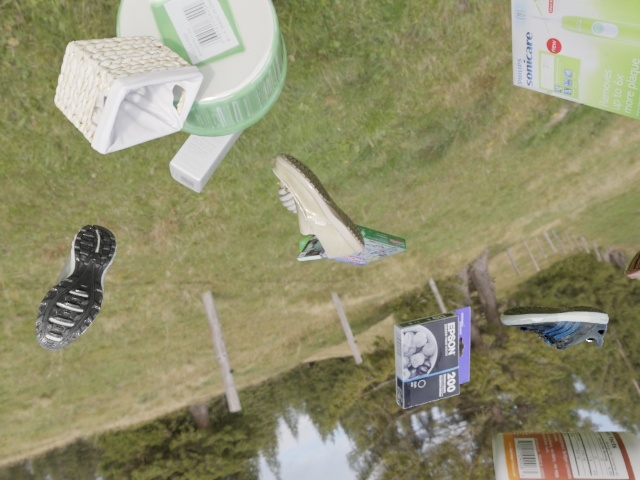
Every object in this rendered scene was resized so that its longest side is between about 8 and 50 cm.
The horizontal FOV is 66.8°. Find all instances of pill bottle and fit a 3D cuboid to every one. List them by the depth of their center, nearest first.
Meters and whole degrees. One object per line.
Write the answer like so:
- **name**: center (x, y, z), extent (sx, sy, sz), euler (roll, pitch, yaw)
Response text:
- **pill bottle**: center (0.327, 0.295, 0.585), extent (0.216, 0.121, 0.121), euler (-8, 169, 19)

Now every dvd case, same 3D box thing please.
- **dvd case**: center (0.000, 0.000, 1.192), extent (0.087, 0.013, 0.119), euler (-9, -142, 49)

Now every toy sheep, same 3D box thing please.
- **toy sheep**: center (-0.056, -0.108, 1.190), extent (0.091, 0.132, 0.091), euler (-29, -162, 10)

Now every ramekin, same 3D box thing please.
- **ramekin**: center (-0.211, -0.354, 0.879), extent (0.304, 0.303, 0.148), euler (-19, 179, -5)

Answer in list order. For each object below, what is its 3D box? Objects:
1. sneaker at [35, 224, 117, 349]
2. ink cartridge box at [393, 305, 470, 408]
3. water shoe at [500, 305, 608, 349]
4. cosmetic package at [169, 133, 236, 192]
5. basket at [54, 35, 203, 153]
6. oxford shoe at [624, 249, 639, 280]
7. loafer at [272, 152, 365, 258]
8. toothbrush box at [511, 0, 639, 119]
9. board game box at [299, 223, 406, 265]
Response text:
- **sneaker**: center (-0.491, 0.100, 0.986), extent (0.100, 0.271, 0.108), euler (24, 137, -22)
- **ink cartridge box**: center (0.273, 0.272, 1.134), extent (0.208, 0.206, 0.045), euler (-10, -164, -19)
- **water shoe**: center (0.437, 0.166, 0.903), extent (0.203, 0.080, 0.073), euler (0, -176, -3)
- **cosmetic package**: center (-0.264, -0.239, 1.179), extent (0.231, 0.086, 0.117), euler (-60, -172, -16)
- **basket**: center (-0.267, -0.211, 0.682), extent (0.113, 0.103, 0.167), euler (-52, 174, 34)
- **oxford shoe**: center (0.810, 0.030, 0.988), extent (0.140, 0.146, 0.397), euler (-49, 178, -21)
- **loafer**: center (-0.016, -0.061, 1.006), extent (0.092, 0.268, 0.102), euler (-37, -167, 14)
- **toothbrush box**: center (0.482, -0.349, 0.828), extent (0.122, 0.283, 0.206), euler (-40, 138, -13)
- **board game box**: center (0.115, 0.017, 1.666), extent (0.317, 0.046, 0.214), euler (14, 152, -43)
